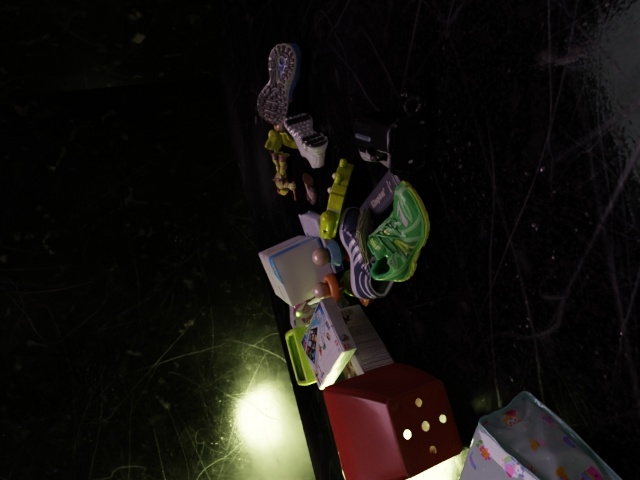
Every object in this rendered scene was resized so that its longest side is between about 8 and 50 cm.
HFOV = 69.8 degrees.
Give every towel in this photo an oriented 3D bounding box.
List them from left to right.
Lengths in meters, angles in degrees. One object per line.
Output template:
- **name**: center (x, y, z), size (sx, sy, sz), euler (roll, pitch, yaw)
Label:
- **towel**: center (0.123, -0.013, 1.231), size (0.148, 0.027, 0.110), euler (-70, -30, -59)

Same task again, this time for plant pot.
- **plant pot**: center (-0.010, 0.464, 1.918), size (0.227, 0.207, 0.228), euler (129, 128, -68)
- **plant pot**: center (0.201, 0.474, 1.188), size (0.236, 0.267, 0.267), euler (-35, 68, 60)

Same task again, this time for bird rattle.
- **bird rattle**: center (-0.169, -0.500, 1.930), size (0.207, 0.143, 0.253), euler (-103, 7, -80)

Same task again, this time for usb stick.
- **usb stick**: center (0.166, -0.114, 1.222), size (0.278, 0.045, 0.077), euler (125, 131, -67)

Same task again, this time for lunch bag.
- **lunch bag**: center (0.371, 0.428, 0.745), size (0.262, 0.160, 0.223), euler (42, 139, 45)

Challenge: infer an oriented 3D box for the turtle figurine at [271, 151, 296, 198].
- **turtle figurine**: center (-0.187, -0.306, 2.171), size (0.269, 0.087, 0.217), euler (-137, 38, -63)

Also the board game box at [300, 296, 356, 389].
- **board game box**: center (0.019, 0.351, 1.545), size (0.193, 0.053, 0.305), euler (64, 151, 31)

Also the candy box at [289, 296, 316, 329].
- **candy box**: center (-0.054, 0.283, 2.020), size (0.071, 0.159, 0.233), euler (-124, 26, -52)

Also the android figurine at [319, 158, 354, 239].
- **android figurine**: center (0.050, -0.128, 1.414), size (0.273, 0.056, 0.248), euler (98, -172, -54)

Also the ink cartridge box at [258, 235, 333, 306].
- **ink cartridge box**: center (-0.097, 0.109, 1.799), size (0.198, 0.197, 0.270), euler (68, 164, -10)

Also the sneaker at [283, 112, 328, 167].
- **sneaker**: center (-0.058, -0.373, 1.691), size (0.118, 0.110, 0.292), euler (82, 166, -45)

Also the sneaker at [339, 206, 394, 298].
- **sneaker**: center (0.138, 0.035, 1.332), size (0.153, 0.099, 0.282), euler (174, 85, -70)

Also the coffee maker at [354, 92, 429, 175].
- **coffee maker**: center (0.165, -0.249, 1.055), size (0.178, 0.120, 0.171), euler (45, 120, 59)

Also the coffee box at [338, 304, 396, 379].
- **coffee box**: center (0.134, 0.381, 1.540), size (0.297, 0.119, 0.168), euler (-122, 27, -51)

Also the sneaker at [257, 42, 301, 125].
- **sneaker**: center (-0.136, -0.583, 1.730), size (0.130, 0.147, 0.330), euler (32, 131, 7)

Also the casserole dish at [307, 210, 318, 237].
- **casserole dish**: center (-0.025, -0.045, 1.914), size (0.188, 0.037, 0.114), euler (100, 152, -53)

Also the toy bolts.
- **toy bolts**: center (0.062, 0.116, 1.524), size (0.218, 0.158, 0.228), euler (-144, 45, -66)

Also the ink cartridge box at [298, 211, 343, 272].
- **ink cartridge box**: center (0.000, 0.000, 1.777), size (0.224, 0.045, 0.223), euler (25, 137, 67)

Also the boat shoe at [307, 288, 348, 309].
- **boat shoe**: center (0.033, 0.248, 1.795), size (0.099, 0.116, 0.319), euler (56, 163, 4)

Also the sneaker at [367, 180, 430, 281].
- **sneaker**: center (0.182, -0.004, 1.111), size (0.109, 0.123, 0.295), euler (-120, 25, -47)

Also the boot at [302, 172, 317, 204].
- **boot**: center (-0.045, -0.205, 1.860), size (0.087, 0.042, 0.118), euler (94, 157, -49)
